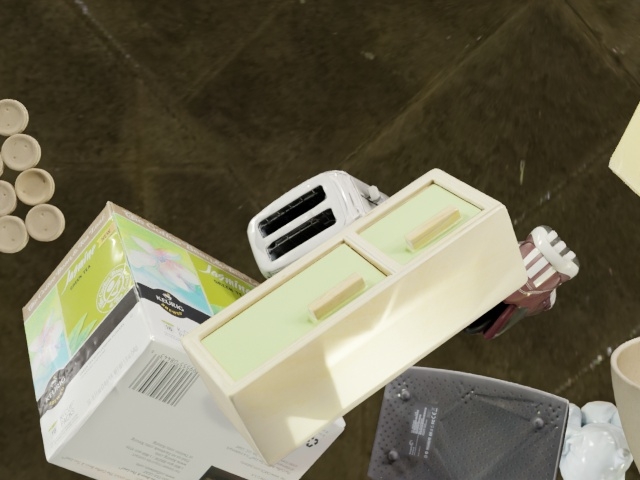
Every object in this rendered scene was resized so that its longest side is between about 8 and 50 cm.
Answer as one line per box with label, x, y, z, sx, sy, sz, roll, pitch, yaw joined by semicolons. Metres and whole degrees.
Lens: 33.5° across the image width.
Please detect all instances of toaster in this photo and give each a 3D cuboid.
toaster;0.000;0.000;1.486;0.227;0.146;0.129;-30;58;17

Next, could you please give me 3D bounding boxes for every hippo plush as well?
hippo plush;0.494;0.425;1.864;0.294;0.234;0.236;8;102;55

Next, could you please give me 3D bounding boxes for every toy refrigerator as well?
toy refrigerator;0.029;0.054;0.877;0.270;0.102;0.094;-33;125;-14

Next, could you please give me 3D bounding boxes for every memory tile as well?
memory tile;-0.322;-0.058;1.043;0.113;0.012;0.148;-20;87;1

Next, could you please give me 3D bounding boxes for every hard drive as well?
hard drive;0.194;0.262;1.390;0.255;0.054;0.171;7;80;32

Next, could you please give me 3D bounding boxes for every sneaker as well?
sneaker;0.250;0.079;1.485;0.162;0.281;0.106;-39;76;-11

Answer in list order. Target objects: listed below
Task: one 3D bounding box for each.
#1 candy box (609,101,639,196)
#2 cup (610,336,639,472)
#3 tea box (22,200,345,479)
candy box;0.230;-0.129;0.287;0.183;0.087;0.316;-4;130;-30
cup;0.594;0.294;1.559;0.331;0.331;0.236;1;105;12
tea box;-0.194;0.170;1.442;0.329;0.323;0.220;31;106;-36
